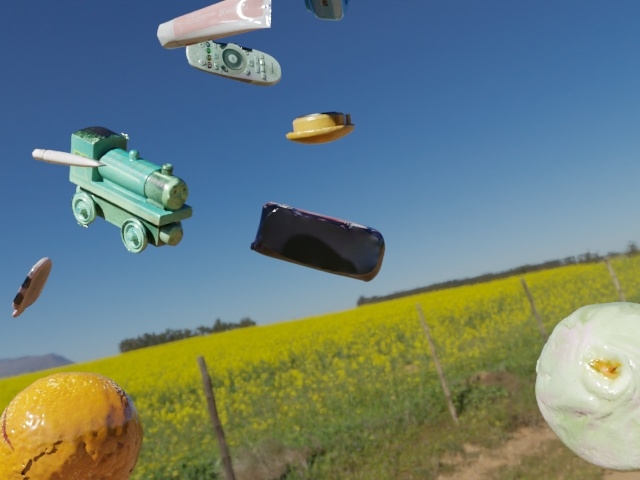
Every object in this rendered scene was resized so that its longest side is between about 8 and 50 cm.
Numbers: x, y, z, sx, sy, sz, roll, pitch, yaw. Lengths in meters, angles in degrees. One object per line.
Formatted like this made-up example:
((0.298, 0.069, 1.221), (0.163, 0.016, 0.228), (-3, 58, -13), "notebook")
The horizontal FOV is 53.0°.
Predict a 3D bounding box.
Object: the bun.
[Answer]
((0.481, 0.219, 1.054), (0.293, 0.293, 0.187), (-18, -42, 34), "bun")

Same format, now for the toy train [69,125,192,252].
((-0.385, -0.100, 1.293), (0.298, 0.194, 0.120), (24, 25, 28), "toy train")

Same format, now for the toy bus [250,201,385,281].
((0.000, 0.000, 1.484), (0.302, 0.128, 0.147), (13, 7, 7), "toy bus")

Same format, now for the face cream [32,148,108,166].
((-0.395, -0.128, 1.018), (0.115, 0.020, 0.038), (8, 6, 2), "face cream")

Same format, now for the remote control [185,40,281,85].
((-0.211, -0.436, 1.583), (0.256, 0.098, 0.045), (7, -19, -33), "remote control")

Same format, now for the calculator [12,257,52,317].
((-0.680, 0.112, 1.515), (0.166, 0.024, 0.103), (-59, 3, 14), "calculator")

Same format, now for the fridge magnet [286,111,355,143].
((-0.001, -0.228, 1.307), (0.142, 0.063, 0.143), (-8, 11, 1), "fridge magnet")

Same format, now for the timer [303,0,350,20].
((0.018, -0.661, 1.359), (0.115, 0.340, 0.309), (7, -8, 10), "timer")

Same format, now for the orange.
((-0.336, 0.265, 0.861), (0.193, 0.161, 0.194), (-18, -49, -23), "orange")

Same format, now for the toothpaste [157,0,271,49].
((-0.155, -0.324, 0.949), (0.194, 0.067, 0.043), (-5, -12, 28), "toothpaste")
